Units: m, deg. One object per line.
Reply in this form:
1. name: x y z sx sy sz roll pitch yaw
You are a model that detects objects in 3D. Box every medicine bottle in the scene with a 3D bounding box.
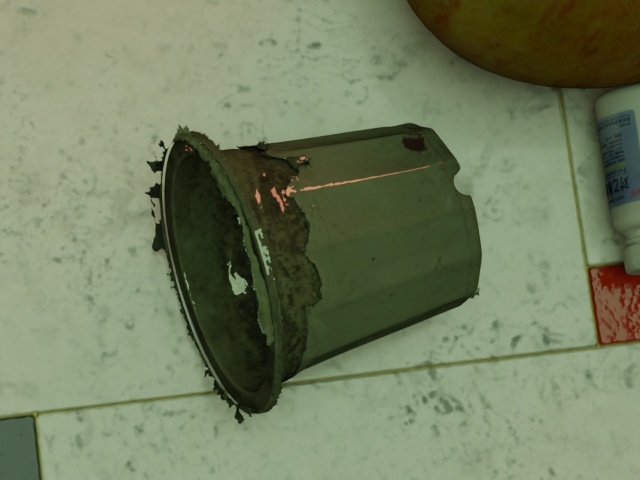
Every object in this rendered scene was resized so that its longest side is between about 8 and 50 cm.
1. medicine bottle: 0.342 -0.063 1.907 0.102 0.103 0.187 -6 82 -7

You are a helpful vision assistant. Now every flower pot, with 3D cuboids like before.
1. flower pot: 0.000 0.000 1.795 0.259 0.290 0.290 -17 83 -19

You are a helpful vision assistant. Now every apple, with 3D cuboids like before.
1. apple: 0.256 -0.345 1.827 0.400 0.333 0.400 1 81 -5
